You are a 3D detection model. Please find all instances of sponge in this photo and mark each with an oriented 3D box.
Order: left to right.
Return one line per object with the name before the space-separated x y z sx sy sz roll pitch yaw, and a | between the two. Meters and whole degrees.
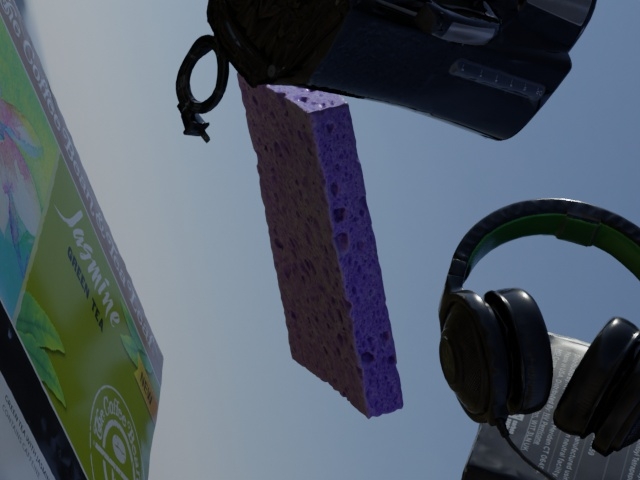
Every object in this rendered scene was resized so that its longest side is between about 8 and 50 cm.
sponge | 0.000 0.000 1.090 0.117 0.031 0.210 35 -40 59

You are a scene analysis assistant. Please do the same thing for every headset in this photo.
headset | 0.222 0.143 1.697 0.185 0.243 0.394 101 4 -53

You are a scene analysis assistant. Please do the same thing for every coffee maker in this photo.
coffee maker | 0.036 -0.121 0.939 0.171 0.178 0.120 -30 -119 37

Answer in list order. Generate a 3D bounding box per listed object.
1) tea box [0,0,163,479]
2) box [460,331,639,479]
tea box | -0.250 0.066 0.958 0.323 0.220 0.329 -89 164 -53
box | 0.378 0.413 1.975 0.297 0.472 0.479 -61 163 -54
